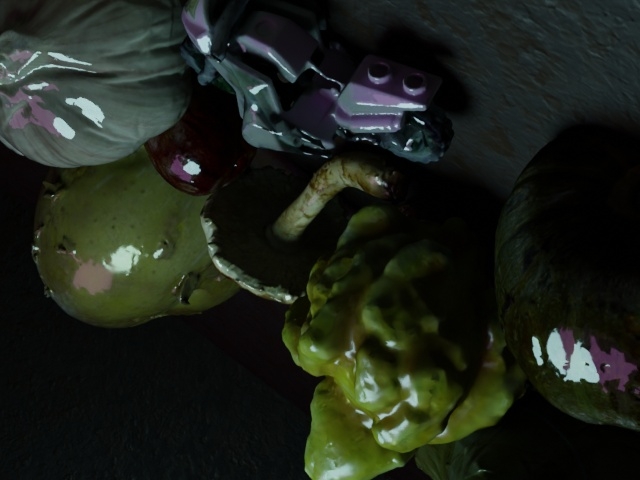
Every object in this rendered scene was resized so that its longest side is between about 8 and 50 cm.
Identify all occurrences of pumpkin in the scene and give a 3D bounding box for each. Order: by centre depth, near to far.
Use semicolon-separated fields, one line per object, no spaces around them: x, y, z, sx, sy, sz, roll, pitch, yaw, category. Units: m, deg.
0.282;0.063;0.969;0.325;0.232;0.242;24;162;49;pumpkin

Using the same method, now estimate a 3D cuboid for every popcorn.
0.076;0.113;1.303;0.325;0.321;0.290;34;152;52;popcorn

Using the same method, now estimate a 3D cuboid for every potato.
-0.304;0.009;1.842;0.385;0.319;0.442;29;172;13;potato

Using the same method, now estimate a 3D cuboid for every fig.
-0.186;-0.194;1.447;0.145;0.170;0.274;-34;84;30;fig

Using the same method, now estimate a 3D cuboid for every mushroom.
-0.002;-0.051;1.459;0.233;0.301;0.208;59;-159;21;mushroom

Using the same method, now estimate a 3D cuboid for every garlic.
-0.296;-0.223;1.288;0.317;0.317;0.259;34;-159;13;garlic

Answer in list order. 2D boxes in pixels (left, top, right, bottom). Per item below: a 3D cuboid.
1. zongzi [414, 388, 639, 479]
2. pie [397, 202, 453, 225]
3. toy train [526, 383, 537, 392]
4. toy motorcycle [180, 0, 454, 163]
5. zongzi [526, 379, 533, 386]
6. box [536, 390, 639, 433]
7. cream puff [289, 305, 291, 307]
0.181;0.283;1.320;0.393;0.174;0.356;-4;-169;-38;zongzi
0.137;-0.009;1.414;0.092;0.034;0.170;28;162;20;pie
0.374;0.306;1.546;0.326;0.159;0.129;21;159;44;toy train
-0.020;-0.177;1.113;0.327;0.143;0.188;22;158;24;toy motorcycle
0.277;0.121;1.346;0.205;0.094;0.204;48;157;-27;zongzi
0.391;0.245;1.394;0.269;0.043;0.152;21;112;48;box
0.011;0.117;1.894;0.104;0.119;0.133;-2;168;40;cream puff
